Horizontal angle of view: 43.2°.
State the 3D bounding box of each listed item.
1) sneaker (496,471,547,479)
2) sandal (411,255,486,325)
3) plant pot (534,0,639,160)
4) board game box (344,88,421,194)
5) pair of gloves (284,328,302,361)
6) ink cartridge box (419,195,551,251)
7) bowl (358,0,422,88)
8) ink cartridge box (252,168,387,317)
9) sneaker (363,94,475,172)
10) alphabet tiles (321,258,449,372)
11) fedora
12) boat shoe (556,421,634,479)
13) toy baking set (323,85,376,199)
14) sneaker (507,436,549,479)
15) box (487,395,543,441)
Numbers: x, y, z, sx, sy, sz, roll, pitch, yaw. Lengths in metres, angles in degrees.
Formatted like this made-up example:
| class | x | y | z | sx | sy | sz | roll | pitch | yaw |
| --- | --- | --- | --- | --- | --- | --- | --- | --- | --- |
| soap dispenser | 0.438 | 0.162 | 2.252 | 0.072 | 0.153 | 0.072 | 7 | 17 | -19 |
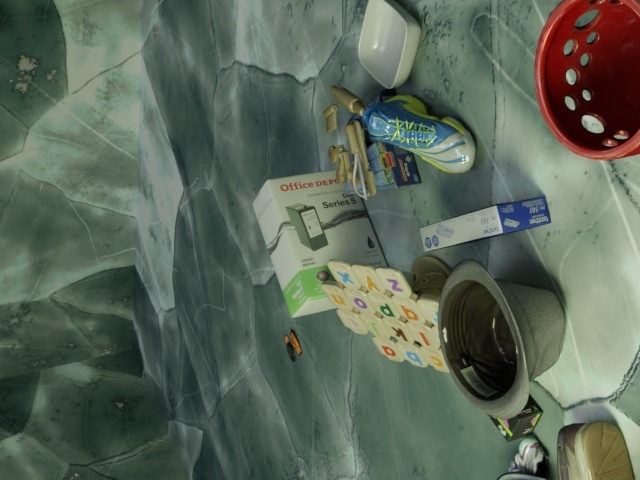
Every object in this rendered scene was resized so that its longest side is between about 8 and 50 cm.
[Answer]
| class | x | y | z | sx | sy | sz | roll | pitch | yaw |
| --- | --- | --- | --- | --- | --- | --- | --- | --- | --- |
| sneaker | 0.356 | 0.474 | 1.229 | 0.282 | 0.099 | 0.153 | 44 | 153 | 53 |
| sandal | 0.204 | 0.096 | 1.446 | 0.240 | 0.079 | 0.088 | 38 | 132 | 53 |
| plant pot | 0.368 | -0.193 | 0.913 | 0.191 | 0.174 | 0.191 | 30 | 125 | 56 |
| board game box | 0.099 | -0.168 | 1.578 | 0.194 | 0.060 | 0.194 | -32 | 71 | 61 |
| pair of gloves | -0.074 | 0.278 | 2.136 | 0.074 | 0.010 | 0.083 | 68 | 152 | 21 |
| ink cartridge box | 0.256 | -0.024 | 1.281 | 0.207 | 0.097 | 0.046 | -19 | 82 | 63 |
| bowl | 0.129 | -0.359 | 1.457 | 0.142 | 0.053 | 0.142 | 54 | 143 | 40 |
| ink cartridge box | 0.000 | 0.000 | 1.678 | 0.115 | 0.199 | 0.272 | -51 | 55 | 57 |
| sneaker | 0.156 | -0.177 | 1.389 | 0.240 | 0.126 | 0.091 | 44 | 137 | 50 |
| alphabet tiles | 0.132 | 0.137 | 1.483 | 0.284 | 0.021 | 0.278 | 6 | 138 | 43 |
| fedora | 0.289 | 0.142 | 1.244 | 0.275 | 0.124 | 0.243 | 107 | 146 | -56 |
| boat shoe | 0.399 | 0.401 | 1.162 | 0.092 | 0.103 | 0.285 | 160 | 102 | -68 |
| toy baking set | 0.063 | -0.186 | 1.546 | 0.256 | 0.030 | 0.196 | -134 | 36 | -61 |
| sneaker | 0.344 | 0.376 | 1.318 | 0.069 | 0.038 | 0.098 | 50 | 142 | 45 |
| box | 0.313 | 0.276 | 1.329 | 0.083 | 0.052 | 0.062 | 55 | 145 | 41 |
